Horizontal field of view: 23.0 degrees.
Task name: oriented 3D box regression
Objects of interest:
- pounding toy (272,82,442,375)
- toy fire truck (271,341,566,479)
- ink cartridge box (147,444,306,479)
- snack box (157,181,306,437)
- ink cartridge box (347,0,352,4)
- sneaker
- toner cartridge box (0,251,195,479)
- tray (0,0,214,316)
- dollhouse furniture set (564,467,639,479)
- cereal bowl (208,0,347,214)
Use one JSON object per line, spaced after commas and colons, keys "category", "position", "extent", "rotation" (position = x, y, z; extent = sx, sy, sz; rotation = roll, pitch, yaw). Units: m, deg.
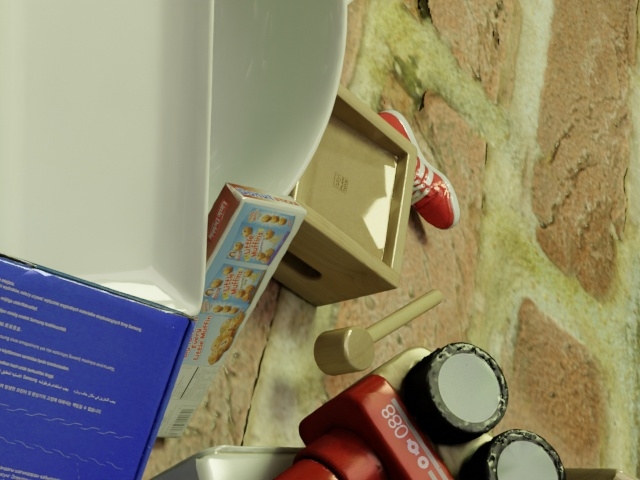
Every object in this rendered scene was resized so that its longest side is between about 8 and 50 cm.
{"category": "pounding toy", "position": [0.005, 0.009, 1.186], "extent": [0.181, 0.094, 0.206], "rotation": [36, 52, -39]}
{"category": "toy fire truck", "position": [0.042, 0.197, 0.884], "extent": [0.246, 0.158, 0.217], "rotation": [-31, 85, -35]}
{"category": "ink cartridge box", "position": [-0.012, 0.273, 0.965], "extent": [0.197, 0.114, 0.272], "rotation": [9, 61, -48]}
{"category": "snack box", "position": [-0.075, 0.048, 0.997], "extent": [0.064, 0.178, 0.022], "rotation": [12, 23, -50]}
{"category": "ink cartridge box", "position": [-0.093, -0.271, 1.215], "extent": [0.283, 0.117, 0.207], "rotation": [55, 36, -10]}
{"category": "sneaker", "position": [0.070, -0.055, 1.343], "extent": [0.118, 0.042, 0.067], "rotation": [57, 31, 5]}
{"category": "toner cartridge box", "position": [-0.239, 0.064, 0.778], "extent": [0.348, 0.075, 0.165], "rotation": [22, 85, -39]}
{"category": "tray", "position": [-0.130, -0.085, 0.907], "extent": [0.145, 0.030, 0.270], "rotation": [-3, 99, -39]}
{"category": "dollhouse furniture set", "position": [0.208, 0.330, 1.079], "extent": [0.174, 0.355, 0.303], "rotation": [26, 76, -15]}
{"category": "cereal bowl", "position": [-0.153, -0.142, 0.988], "extent": [0.339, 0.141, 0.339], "rotation": [-6, 100, -38]}
